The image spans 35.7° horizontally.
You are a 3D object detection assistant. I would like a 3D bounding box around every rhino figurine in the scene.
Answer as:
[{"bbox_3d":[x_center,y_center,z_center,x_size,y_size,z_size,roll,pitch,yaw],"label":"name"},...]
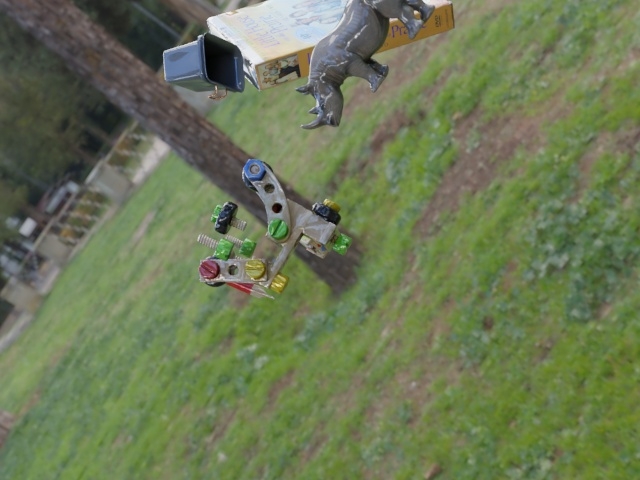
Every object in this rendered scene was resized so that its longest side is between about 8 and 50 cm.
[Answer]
[{"bbox_3d":[0.046,-0.254,1.377,0.243,0.106,0.073,-53,2,12],"label":"rhino figurine"}]

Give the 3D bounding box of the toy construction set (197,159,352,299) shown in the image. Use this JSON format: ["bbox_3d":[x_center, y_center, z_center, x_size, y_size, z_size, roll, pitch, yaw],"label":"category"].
[{"bbox_3d":[-0.080,0.025,1.848,0.309,0.237,0.257,109,-175,-59],"label":"toy construction set"}]

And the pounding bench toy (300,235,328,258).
[{"bbox_3d":[0.000,0.000,1.930,0.083,0.065,0.052,28,80,48],"label":"pounding bench toy"}]

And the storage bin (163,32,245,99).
[{"bbox_3d":[-0.200,-0.287,1.686,0.091,0.098,0.135,-7,-4,24],"label":"storage bin"}]

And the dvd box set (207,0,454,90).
[{"bbox_3d":[0.013,-0.438,2.003,0.420,0.062,0.307,-20,34,-13],"label":"dvd box set"}]
